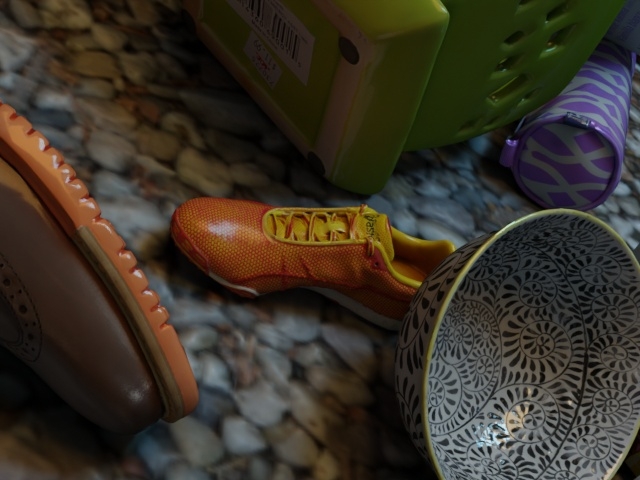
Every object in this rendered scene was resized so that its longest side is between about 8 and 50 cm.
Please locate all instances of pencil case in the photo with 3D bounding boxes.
[{"bbox_3d":[0.194,-0.102,0.941,0.088,0.086,0.206,11,34,12],"label":"pencil case"}]

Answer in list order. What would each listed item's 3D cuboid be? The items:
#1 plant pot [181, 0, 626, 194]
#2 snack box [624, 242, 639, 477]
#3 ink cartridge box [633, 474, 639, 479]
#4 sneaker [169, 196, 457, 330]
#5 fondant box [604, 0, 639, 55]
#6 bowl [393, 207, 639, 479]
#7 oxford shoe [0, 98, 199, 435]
[{"bbox_3d":[0.043,-0.178,0.757,0.207,0.227,0.228,-34,74,-22],"label":"plant pot"},{"bbox_3d":[0.251,0.083,0.692,0.070,0.174,0.207,-2,46,-41],"label":"snack box"},{"bbox_3d":[0.203,0.208,0.598,0.046,0.097,0.207,14,42,-28],"label":"ink cartridge box"},{"bbox_3d":[0.000,0.000,0.681,0.175,0.067,0.064,12,45,-28],"label":"sneaker"},{"bbox_3d":[0.153,-0.292,0.866,0.330,0.238,0.096,29,65,3],"label":"fondant box"},{"bbox_3d":[0.094,0.064,0.656,0.170,0.080,0.170,-5,98,-36],"label":"bowl"},{"bbox_3d":[-0.209,-0.026,0.526,0.363,0.130,0.133,43,69,-3],"label":"oxford shoe"}]
